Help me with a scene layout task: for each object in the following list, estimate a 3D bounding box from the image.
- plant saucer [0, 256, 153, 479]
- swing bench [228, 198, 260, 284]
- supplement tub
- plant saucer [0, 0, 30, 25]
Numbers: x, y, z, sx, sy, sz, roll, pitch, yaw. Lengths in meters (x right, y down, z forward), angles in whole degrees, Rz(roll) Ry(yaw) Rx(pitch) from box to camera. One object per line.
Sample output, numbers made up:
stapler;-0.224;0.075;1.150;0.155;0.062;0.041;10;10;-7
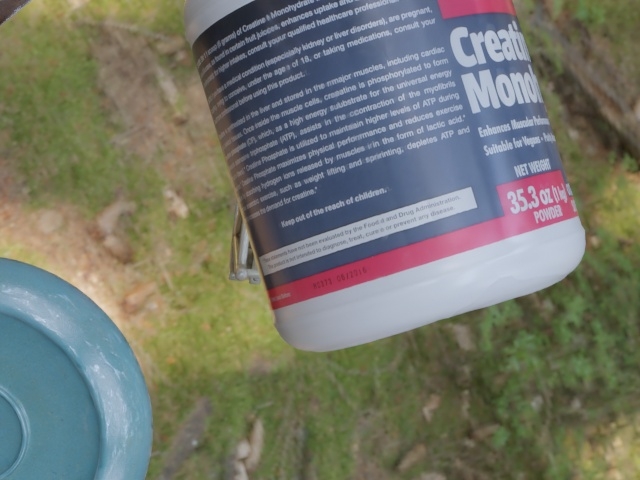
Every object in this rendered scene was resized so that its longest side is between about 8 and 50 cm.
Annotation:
plant saucer;-0.316;0.173;1.103;0.317;0.318;0.043;63;9;-8
swing bench;0.000;0.000;1.745;0.255;0.253;0.165;139;-42;-81
supplement tub;0.030;-0.085;0.704;0.191;0.191;0.272;-13;86;-63
plant saucer;-0.408;-0.301;1.535;0.029;0.168;0.168;51;30;-17
